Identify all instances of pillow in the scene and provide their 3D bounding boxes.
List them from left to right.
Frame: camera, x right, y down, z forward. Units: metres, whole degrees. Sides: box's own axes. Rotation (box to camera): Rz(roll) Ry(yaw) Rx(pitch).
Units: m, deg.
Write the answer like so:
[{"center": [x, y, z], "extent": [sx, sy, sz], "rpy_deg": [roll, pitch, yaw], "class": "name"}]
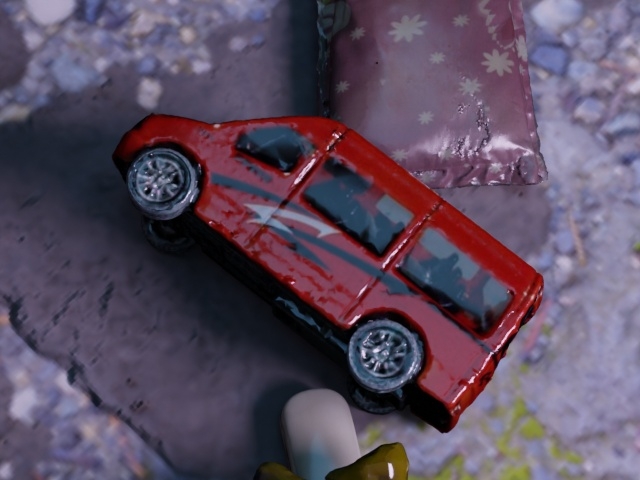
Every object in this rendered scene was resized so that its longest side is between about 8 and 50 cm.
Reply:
[{"center": [0.049, -0.109, 0.959], "extent": [0.118, 0.043, 0.185], "rpy_deg": [-2, 68, -7], "class": "pillow"}]

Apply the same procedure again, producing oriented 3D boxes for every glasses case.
[{"center": [0.004, 0.106, 0.878], "extent": [0.032, 0.021, 0.083], "rpy_deg": [-11, 71, -8], "class": "glasses case"}]

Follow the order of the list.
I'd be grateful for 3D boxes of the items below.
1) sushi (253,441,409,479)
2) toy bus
[{"center": [-0.007, 0.190, 0.777], "extent": [0.296, 0.167, 0.179], "rpy_deg": [-13, 97, -5], "class": "sushi"}, {"center": [0.000, 0.000, 0.882], "extent": [0.195, 0.081, 0.089], "rpy_deg": [37, 80, 9], "class": "toy bus"}]
